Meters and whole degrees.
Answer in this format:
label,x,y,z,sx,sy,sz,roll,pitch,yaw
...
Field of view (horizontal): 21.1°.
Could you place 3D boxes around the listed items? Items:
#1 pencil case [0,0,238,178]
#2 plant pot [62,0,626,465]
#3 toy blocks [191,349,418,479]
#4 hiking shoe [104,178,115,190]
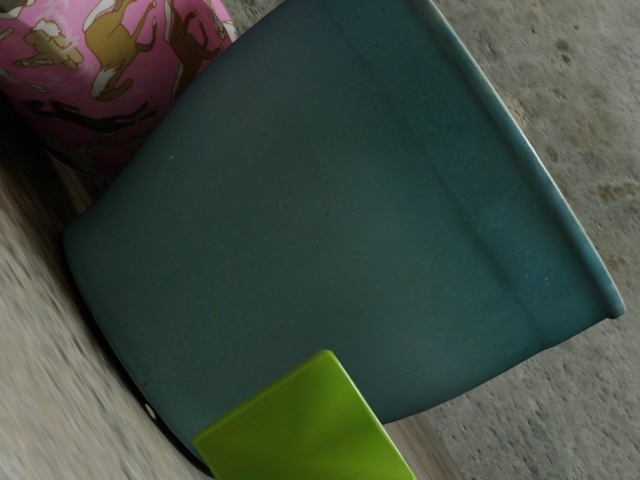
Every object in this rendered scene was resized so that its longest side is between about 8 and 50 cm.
label,x,y,z,sx,sy,sz,roll,pitch,yaw
pencil case,-0.175,-0.168,0.990,0.386,0.167,0.160,48,51,-66
plant pot,0.000,0.000,1.023,0.271,0.255,0.271,55,4,-5
toy blocks,0.045,0.217,0.627,0.381,0.191,0.261,57,-8,-5
hiking shoe,-0.117,-0.135,1.297,0.113,0.132,0.304,6,37,-30
